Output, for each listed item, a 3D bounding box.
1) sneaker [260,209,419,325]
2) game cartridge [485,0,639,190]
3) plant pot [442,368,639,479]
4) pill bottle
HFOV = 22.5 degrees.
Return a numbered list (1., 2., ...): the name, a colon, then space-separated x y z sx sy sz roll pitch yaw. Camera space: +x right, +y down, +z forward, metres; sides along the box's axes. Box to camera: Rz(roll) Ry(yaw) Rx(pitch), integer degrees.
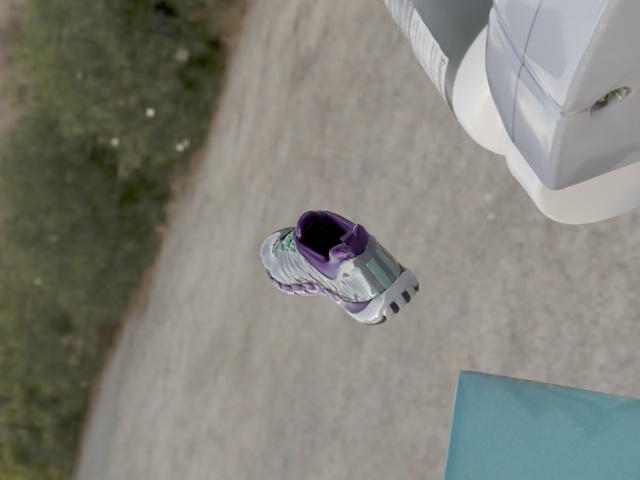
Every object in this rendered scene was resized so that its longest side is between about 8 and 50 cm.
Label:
1. sneaker: 0.000 0.000 1.417 0.083 0.098 0.224 -45 28 -17
2. game cartridge: 0.156 -0.124 0.456 0.060 0.196 0.294 58 154 19
3. plant pot: 0.163 0.210 0.894 0.166 0.165 0.234 3 78 53
4. pill bottle: 0.135 -0.159 1.065 0.283 0.161 0.161 60 147 33
